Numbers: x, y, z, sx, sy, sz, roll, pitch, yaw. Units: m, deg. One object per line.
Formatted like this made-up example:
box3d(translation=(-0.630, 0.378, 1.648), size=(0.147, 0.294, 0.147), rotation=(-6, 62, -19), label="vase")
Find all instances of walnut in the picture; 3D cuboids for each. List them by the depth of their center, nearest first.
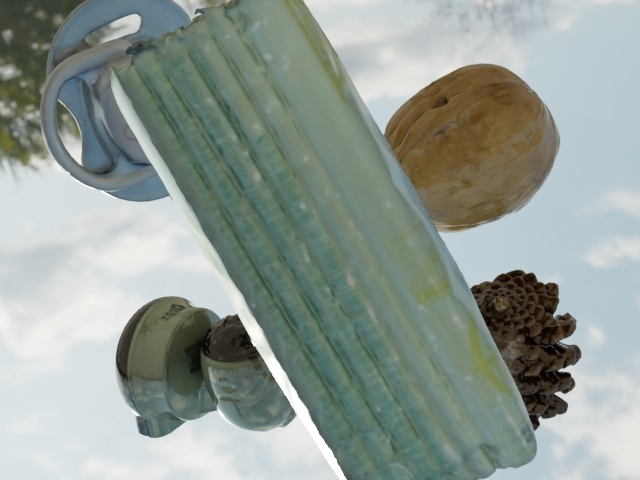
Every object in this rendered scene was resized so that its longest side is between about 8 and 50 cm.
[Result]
box3d(translation=(0.183, -0.113, 1.575), size=(0.221, 0.195, 0.195), rotation=(-29, -163, 8), label="walnut")

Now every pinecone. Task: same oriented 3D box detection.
box3d(translation=(0.248, 0.155, 1.652), size=(0.185, 0.212, 0.168), rotation=(4, -158, 29), label="pinecone")

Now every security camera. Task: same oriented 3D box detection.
box3d(translation=(-0.146, 0.187, 1.868), size=(0.277, 0.191, 0.197), rotation=(5, -155, 31), label="security camera")

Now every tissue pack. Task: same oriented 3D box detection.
box3d(translation=(0.000, 0.000, 0.985), size=(0.162, 0.388, 0.287), rotation=(-30, -172, 1), label="tissue pack")

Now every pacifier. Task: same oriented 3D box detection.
box3d(translation=(-0.264, -0.189, 1.646), size=(0.238, 0.287, 0.226), rotation=(-29, -151, -15), label="pacifier")

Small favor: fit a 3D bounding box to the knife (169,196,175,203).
box3d(translation=(-0.277, -0.162, 2.040), size=(0.053, 0.278, 0.123), rotation=(-27, 177, -2), label="knife")
